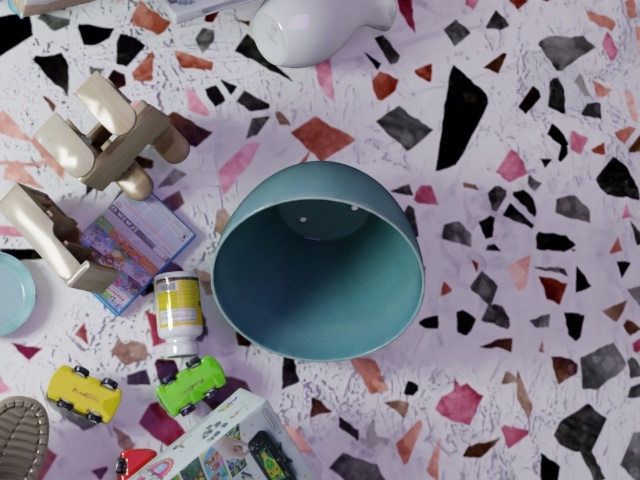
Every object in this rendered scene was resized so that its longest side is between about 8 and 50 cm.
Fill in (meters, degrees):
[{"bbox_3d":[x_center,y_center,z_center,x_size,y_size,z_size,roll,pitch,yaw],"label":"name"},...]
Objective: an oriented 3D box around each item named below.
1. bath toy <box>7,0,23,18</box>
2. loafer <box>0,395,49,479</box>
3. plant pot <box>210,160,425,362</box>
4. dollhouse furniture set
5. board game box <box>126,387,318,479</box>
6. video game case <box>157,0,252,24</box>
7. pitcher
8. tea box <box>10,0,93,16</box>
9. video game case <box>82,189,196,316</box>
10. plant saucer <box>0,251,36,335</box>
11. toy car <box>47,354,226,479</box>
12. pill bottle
[{"bbox_3d":[-0.567,-0.414,1.713,0.348,0.129,0.151,14,30,-17],"label":"bath toy"},{"bbox_3d":[-0.427,0.330,1.600,0.101,0.092,0.269,22,74,-14],"label":"loafer"},{"bbox_3d":[0.000,0.000,1.747,0.290,0.290,0.195,21,36,-13],"label":"plant pot"},{"bbox_3d":[-0.284,-0.072,1.666,0.242,0.212,0.161,-45,76,4],"label":"dollhouse furniture set"},{"bbox_3d":[-0.150,0.379,1.646,0.303,0.097,0.224,-38,111,-20],"label":"board game box"},{"bbox_3d":[-0.177,-0.402,1.835,0.173,0.022,0.190,-21,52,-21],"label":"video game case"},{"bbox_3d":[-0.014,-0.358,1.891,0.207,0.125,0.178,-29,66,-31],"label":"pitcher"},{"bbox_3d":[-0.323,-0.516,1.679,0.329,0.220,0.324,-22,67,-37],"label":"tea box"},{"bbox_3d":[-0.275,0.009,1.766,0.119,0.015,0.166,45,68,-5],"label":"video game case"},{"bbox_3d":[-0.449,0.074,1.690,0.119,0.021,0.119,4,76,-17],"label":"plant saucer"},{"bbox_3d":[-0.232,0.237,1.709,0.225,0.053,0.239,-32,90,-22],"label":"toy car"},{"bbox_3d":[-0.199,0.105,1.743,0.065,0.065,0.116,-2,79,-19],"label":"pill bottle"}]
